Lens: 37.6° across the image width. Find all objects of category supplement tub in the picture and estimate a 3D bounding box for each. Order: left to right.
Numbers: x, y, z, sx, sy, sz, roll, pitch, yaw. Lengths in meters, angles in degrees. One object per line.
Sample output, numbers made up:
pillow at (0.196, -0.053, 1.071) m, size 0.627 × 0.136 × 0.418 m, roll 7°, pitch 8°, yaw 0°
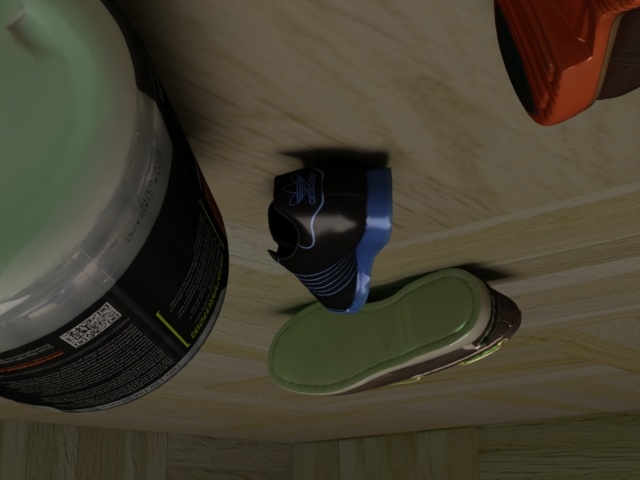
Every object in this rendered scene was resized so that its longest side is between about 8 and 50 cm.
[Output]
supplement tub at (-0.158, -0.007, 0.537) m, size 0.194 × 0.193 × 0.316 m, roll -2°, pitch 162°, yaw 2°

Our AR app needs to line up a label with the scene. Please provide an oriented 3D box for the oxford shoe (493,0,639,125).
oxford shoe at (0.134, -0.131, 0.361) m, size 0.098 × 0.096 × 0.271 m, roll -19°, pitch 169°, yaw -2°

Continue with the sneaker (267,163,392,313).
sneaker at (0.000, 0.000, 0.774) m, size 0.090 × 0.081 × 0.232 m, roll 3°, pitch 156°, yaw -4°

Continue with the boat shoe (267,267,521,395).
boat shoe at (0.076, 0.116, 1.089) m, size 0.324 × 0.116 × 0.097 m, roll -23°, pitch 150°, yaw 38°
